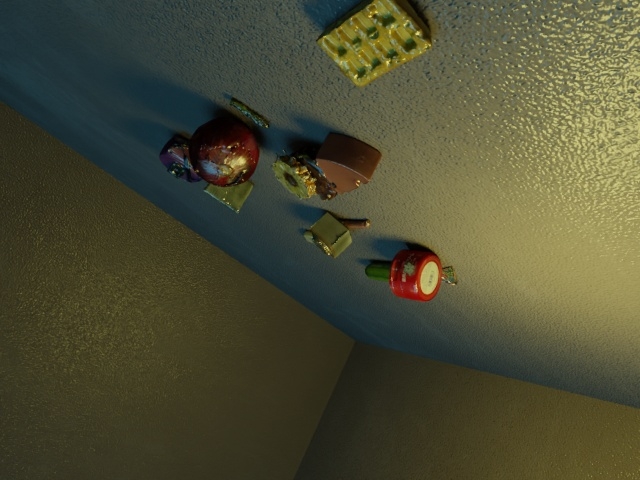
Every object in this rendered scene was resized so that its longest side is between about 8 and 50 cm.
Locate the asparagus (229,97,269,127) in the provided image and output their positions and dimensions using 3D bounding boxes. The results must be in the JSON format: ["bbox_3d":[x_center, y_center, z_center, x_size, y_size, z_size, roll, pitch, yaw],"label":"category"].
[{"bbox_3d":[-0.253,-0.453,1.637,0.165,0.030,0.036,34,135,-12],"label":"asparagus"}]

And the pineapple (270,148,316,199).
[{"bbox_3d":[-0.102,-0.237,1.681,0.221,0.047,0.221,33,154,18],"label":"pineapple"}]

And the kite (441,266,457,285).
[{"bbox_3d":[0.571,0.157,2.117,0.183,0.014,0.241,32,160,-3],"label":"kite"}]

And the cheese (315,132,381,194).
[{"bbox_3d":[0.110,-0.247,1.534,0.177,0.128,0.203,12,154,38],"label":"cheese"}]

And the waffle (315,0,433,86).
[{"bbox_3d":[0.123,-0.470,1.065,0.168,0.057,0.274,37,159,-26],"label":"waffle"}]

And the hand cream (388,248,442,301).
[{"bbox_3d":[0.419,0.152,1.993,0.149,0.230,0.230,8,153,42],"label":"hand cream"}]

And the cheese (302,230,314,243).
[{"bbox_3d":[0.000,0.000,2.428,0.192,0.037,0.097,19,160,24],"label":"cheese"}]

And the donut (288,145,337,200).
[{"bbox_3d":[-0.019,-0.261,1.695,0.230,0.096,0.216,29,154,22],"label":"donut"}]

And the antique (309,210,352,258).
[{"bbox_3d":[0.046,-0.019,2.110,0.146,0.148,0.152,43,170,24],"label":"antique"}]

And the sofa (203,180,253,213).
[{"bbox_3d":[-0.469,-0.237,2.240,0.210,0.176,0.225,35,159,-21],"label":"sofa"}]

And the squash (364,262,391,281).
[{"bbox_3d":[0.369,0.165,2.275,0.101,0.101,0.378,40,155,-32],"label":"squash"}]

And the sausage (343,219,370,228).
[{"bbox_3d":[0.165,-0.072,2.039,0.042,0.036,0.158,32,161,-35],"label":"sausage"}]

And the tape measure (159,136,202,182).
[{"bbox_3d":[-0.634,-0.376,2.146,0.231,0.149,0.245,33,159,-19],"label":"tape measure"}]

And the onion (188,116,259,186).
[{"bbox_3d":[-0.368,-0.341,1.765,0.276,0.276,0.276,24,160,9],"label":"onion"}]
